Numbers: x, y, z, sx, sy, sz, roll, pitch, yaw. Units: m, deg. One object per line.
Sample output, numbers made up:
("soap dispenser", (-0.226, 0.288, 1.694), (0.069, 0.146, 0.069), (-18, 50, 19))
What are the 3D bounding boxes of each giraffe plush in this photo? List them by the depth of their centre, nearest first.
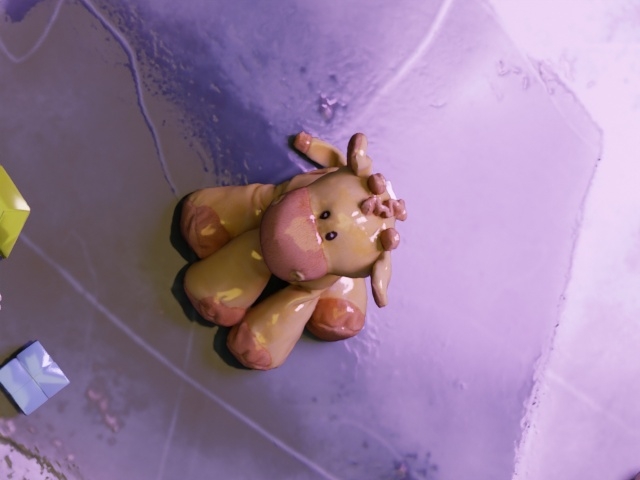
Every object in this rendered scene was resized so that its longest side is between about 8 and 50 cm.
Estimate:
("giraffe plush", (0.000, 0.000, 1.550), (0.210, 0.170, 0.181), (-38, 97, -15))

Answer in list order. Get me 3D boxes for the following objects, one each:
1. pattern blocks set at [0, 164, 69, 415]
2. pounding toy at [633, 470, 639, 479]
("pattern blocks set", (-0.363, 0.035, 1.517), (0.285, 0.026, 0.325), (-28, 95, -16))
("pounding toy", (0.392, 0.290, 1.678), (0.183, 0.110, 0.237), (-20, 93, -17))
